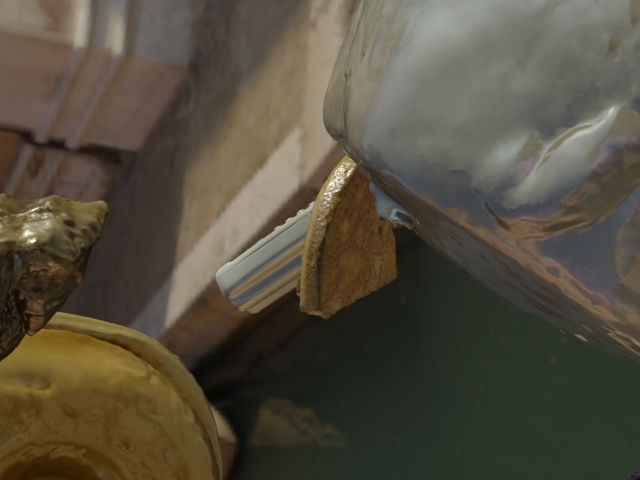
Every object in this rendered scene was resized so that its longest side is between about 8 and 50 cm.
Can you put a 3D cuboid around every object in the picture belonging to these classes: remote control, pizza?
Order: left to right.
[{"bbox_3d":[0.000,-0.001,1.359,0.230,0.090,0.049,-34,66,22],"label":"remote control"},{"bbox_3d":[0.023,0.005,1.247,0.046,0.134,0.175,6,56,33],"label":"pizza"}]

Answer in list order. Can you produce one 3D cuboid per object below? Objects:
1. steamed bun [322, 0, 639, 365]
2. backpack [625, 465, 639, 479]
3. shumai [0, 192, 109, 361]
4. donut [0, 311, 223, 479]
[{"bbox_3d":[0.162,-0.074,0.772,0.383,0.236,0.247,36,95,25],"label":"steamed bun"},{"bbox_3d":[0.329,0.273,1.224,0.253,0.207,0.140,-45,55,8],"label":"backpack"},{"bbox_3d":[-0.205,0.028,0.900,0.139,0.105,0.123,-15,-74,-62],"label":"shumai"},{"bbox_3d":[-0.297,0.272,1.378,0.198,0.448,0.449,-5,76,58],"label":"donut"}]
